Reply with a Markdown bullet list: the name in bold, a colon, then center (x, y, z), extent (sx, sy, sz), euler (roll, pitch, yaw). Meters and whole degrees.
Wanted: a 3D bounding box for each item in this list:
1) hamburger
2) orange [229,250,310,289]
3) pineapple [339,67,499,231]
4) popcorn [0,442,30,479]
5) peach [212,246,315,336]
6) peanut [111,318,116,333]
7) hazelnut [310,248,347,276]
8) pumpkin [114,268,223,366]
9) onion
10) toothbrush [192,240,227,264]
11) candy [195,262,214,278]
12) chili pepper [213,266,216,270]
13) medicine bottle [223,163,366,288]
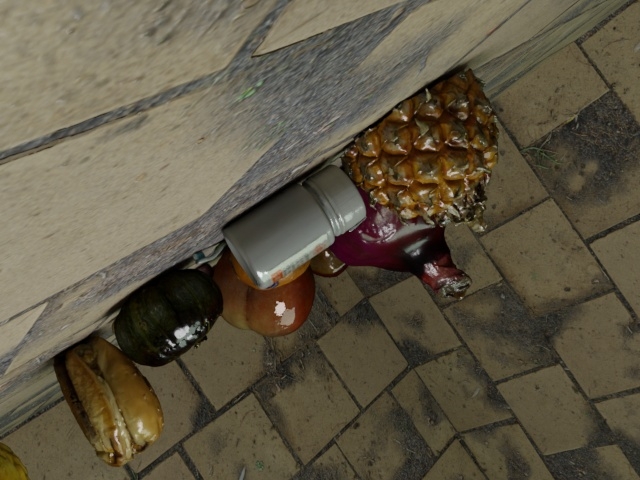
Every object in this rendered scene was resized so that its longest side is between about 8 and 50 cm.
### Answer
- **hamburger**: center (-0.476, 0.358, 1.627), extent (0.174, 0.284, 0.304), euler (-32, 174, -22)
- **orange**: center (-0.104, 0.023, 1.508), extent (0.177, 0.155, 0.177), euler (-24, 173, -3)
- **pineapple**: center (0.249, -0.145, 1.334), extent (0.344, 0.286, 0.209), euler (-35, 179, -6)
- **popcorn**: center (-0.710, 0.547, 1.349), extent (0.354, 0.344, 0.390), euler (-28, 177, 38)
- **peach**: center (-0.133, 0.102, 1.700), extent (0.252, 0.252, 0.252), euler (-34, 179, -1)
- **peanut**: center (-0.414, 0.172, 1.583), extent (0.113, 0.054, 0.054), euler (-35, 178, 17)
- **hazelnut**: center (0.003, -0.002, 1.966), extent (0.181, 0.212, 0.181), euler (-25, -173, 44)
- **pumpkin**: center (-0.299, 0.157, 1.444), extent (0.238, 0.159, 0.238), euler (-39, 177, -2)
- **onion**: center (0.207, -0.024, 1.765), extent (0.398, 0.420, 0.398), euler (-28, 178, -1)
- **toothbrush**: center (-0.202, 0.014, 1.525), extent (0.022, 0.026, 0.263), euler (-28, -179, 21)
- **candy**: center (-0.302, 0.097, 1.732), extent (0.103, 0.043, 0.103), euler (-34, 178, -1)
- **chili pepper**: center (-0.185, 0.077, 1.983), extent (0.338, 0.135, 0.131), euler (-33, 166, 3)
- **medicine bottle**: center (-0.047, -0.029, 1.361), extent (0.252, 0.145, 0.144), euler (-35, 179, -10)
